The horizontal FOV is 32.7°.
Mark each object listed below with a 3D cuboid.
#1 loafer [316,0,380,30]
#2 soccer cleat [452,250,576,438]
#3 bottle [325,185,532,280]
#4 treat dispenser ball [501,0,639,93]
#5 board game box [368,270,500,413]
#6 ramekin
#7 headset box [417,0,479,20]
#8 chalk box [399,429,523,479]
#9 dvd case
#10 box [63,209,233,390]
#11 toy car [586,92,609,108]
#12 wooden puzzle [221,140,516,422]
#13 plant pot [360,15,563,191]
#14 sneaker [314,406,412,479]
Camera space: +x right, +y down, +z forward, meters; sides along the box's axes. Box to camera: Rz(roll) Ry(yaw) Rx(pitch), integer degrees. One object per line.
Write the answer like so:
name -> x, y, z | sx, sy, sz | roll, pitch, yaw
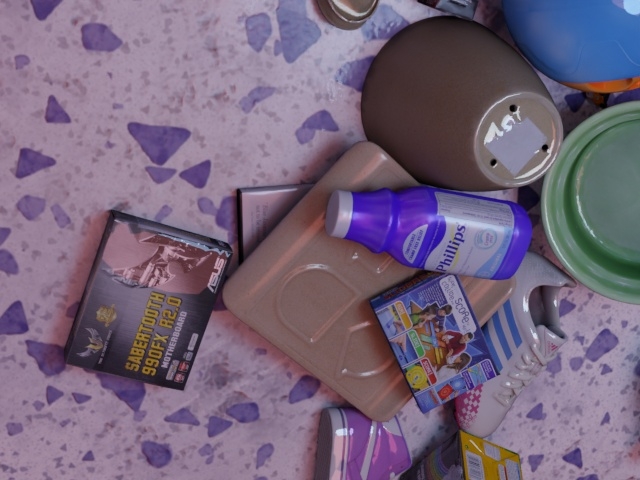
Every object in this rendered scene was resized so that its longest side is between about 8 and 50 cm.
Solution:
loafer -> 0.050, -0.421, 1.494 | 0.102, 0.092, 0.268 | -1, 108, -16
soccer cleat -> 0.306, 0.182, 1.725 | 0.116, 0.143, 0.331 | -3, 110, -46
bottle -> 0.150, -0.017, 1.537 | 0.283, 0.092, 0.118 | 10, 125, -15
treat dispenser ball -> 0.396, -0.348, 1.512 | 0.288, 0.288, 0.288 | -5, 109, -15
board game box -> 0.173, 0.147, 1.638 | 0.136, 0.035, 0.201 | -26, 113, -3
ramekin -> 0.493, -0.066, 1.648 | 0.303, 0.148, 0.303 | 4, 102, 18
headset box -> 0.184, -0.341, 1.564 | 0.062, 0.083, 0.032 | 14, 104, -19
chalk box -> 0.217, 0.432, 1.782 | 0.132, 0.132, 0.213 | 24, 129, -22
dvd case -> 0.000, 0.000, 1.655 | 0.253, 0.022, 0.180 | -5, 109, -15
box -> -0.251, 0.089, 1.592 | 0.183, 0.056, 0.231 | 17, 102, -21
toy car -> 0.442, -0.270, 1.700 | 0.040, 0.060, 0.122 | 16, 85, 23
wooden puzzle -> 0.073, 0.064, 1.647 | 0.348, 0.080, 0.322 | 41, 96, -22
plant pot -> 0.220, -0.168, 1.528 | 0.256, 0.274, 0.256 | -5, 109, -15
sneaker -> 0.072, 0.407, 1.769 | 0.161, 0.102, 0.282 | 3, 107, -20
